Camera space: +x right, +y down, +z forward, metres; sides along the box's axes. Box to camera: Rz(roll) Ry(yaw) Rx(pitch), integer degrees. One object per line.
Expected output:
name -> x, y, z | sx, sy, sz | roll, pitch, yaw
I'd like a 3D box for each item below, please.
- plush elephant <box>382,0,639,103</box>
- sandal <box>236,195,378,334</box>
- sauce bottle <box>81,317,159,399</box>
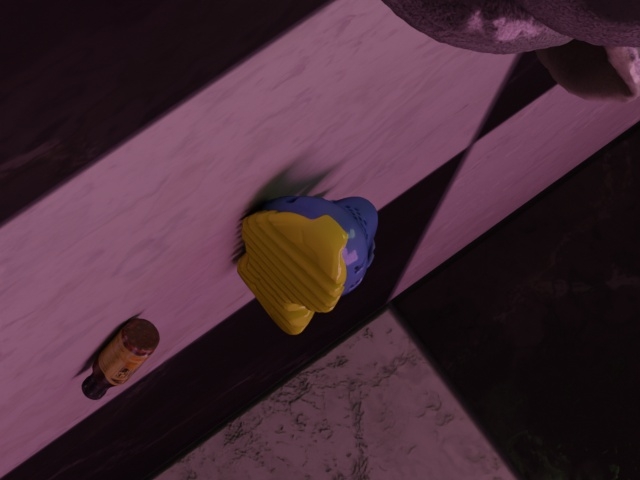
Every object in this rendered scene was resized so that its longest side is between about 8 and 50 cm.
plush elephant -> 0.152, -0.201, 0.971 | 0.272, 0.330, 0.255 | -46, -172, 12
sandal -> 0.000, 0.000, 1.902 | 0.138, 0.126, 0.317 | -39, -179, -11
sauce bottle -> -0.207, 0.124, 1.953 | 0.042, 0.042, 0.128 | -30, 169, -41
